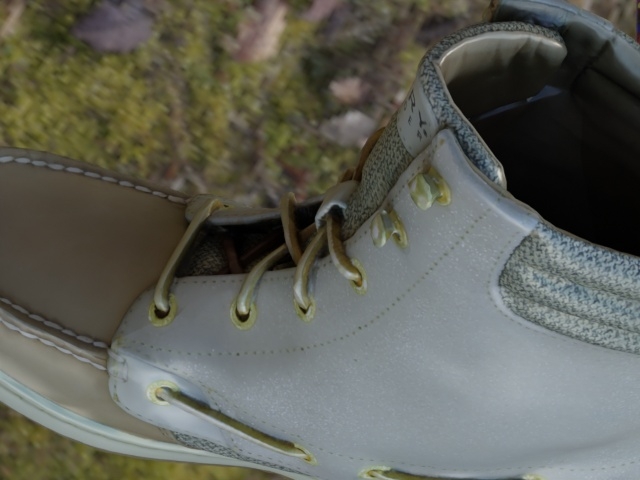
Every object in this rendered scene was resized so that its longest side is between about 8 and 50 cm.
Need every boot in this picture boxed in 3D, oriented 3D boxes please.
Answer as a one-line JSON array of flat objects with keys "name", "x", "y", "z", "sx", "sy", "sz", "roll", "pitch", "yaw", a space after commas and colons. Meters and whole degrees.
[{"name": "boot", "x": 0.000, "y": 0.000, "z": 0.453, "sx": 0.165, "sy": 0.213, "sz": 0.077, "roll": 114, "pitch": -2, "yaw": -56}]

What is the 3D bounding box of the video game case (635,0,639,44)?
[{"name": "video game case", "x": 0.239, "y": -0.124, "z": 0.887, "sx": 0.042, "sy": 0.210, "sz": 0.232, "roll": 18, "pitch": 67, "yaw": -38}]
